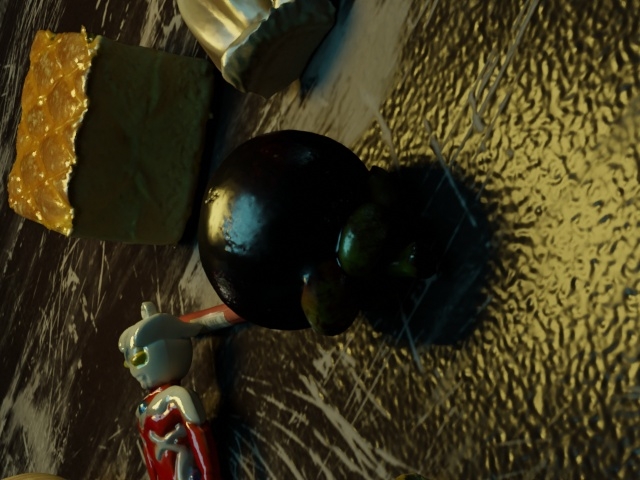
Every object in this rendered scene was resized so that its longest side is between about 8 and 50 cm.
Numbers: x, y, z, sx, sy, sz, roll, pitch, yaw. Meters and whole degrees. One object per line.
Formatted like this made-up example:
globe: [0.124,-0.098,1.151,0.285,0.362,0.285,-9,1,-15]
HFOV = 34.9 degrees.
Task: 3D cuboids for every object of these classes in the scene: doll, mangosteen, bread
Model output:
doll: [-0.180,0.264,1.290,0.188,0.099,0.383,-26,72,52]
mangosteen: [0.000,0.000,1.016,0.250,0.211,0.211,18,101,24]
bread: [-0.303,-0.147,1.461,0.279,0.207,0.279,15,97,55]

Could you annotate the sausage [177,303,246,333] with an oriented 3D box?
sausage: [-0.131,0.098,1.319,0.253,0.034,0.034,-18,70,54]

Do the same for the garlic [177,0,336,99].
garlic: [-0.085,-0.343,1.244,0.279,0.132,0.325,-46,53,32]

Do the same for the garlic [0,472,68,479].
garlic: [-0.439,0.487,1.515,0.317,0.259,0.317,-1,89,56]

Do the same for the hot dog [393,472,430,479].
hot dog: [0.042,0.331,0.995,0.286,0.061,0.087,-56,45,35]
